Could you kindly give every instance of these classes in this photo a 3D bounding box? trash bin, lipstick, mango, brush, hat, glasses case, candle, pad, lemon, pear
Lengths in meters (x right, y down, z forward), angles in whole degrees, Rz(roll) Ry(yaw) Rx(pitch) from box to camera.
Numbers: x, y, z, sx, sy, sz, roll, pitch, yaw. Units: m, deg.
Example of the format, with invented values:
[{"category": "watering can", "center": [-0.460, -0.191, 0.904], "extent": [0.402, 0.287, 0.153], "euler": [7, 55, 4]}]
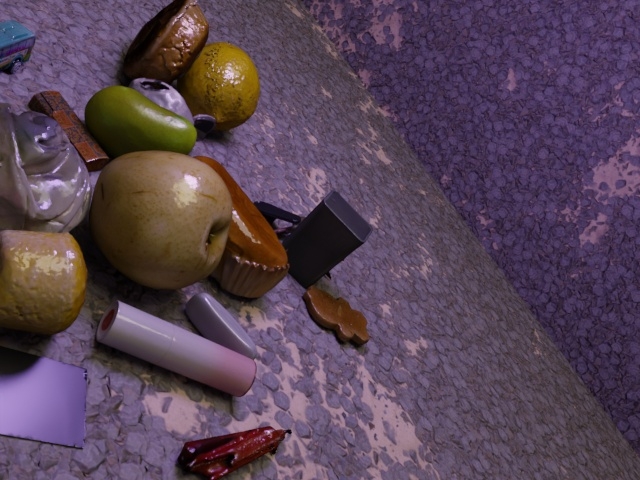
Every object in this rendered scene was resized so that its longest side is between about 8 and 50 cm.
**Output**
[{"category": "trash bin", "center": [0.000, 0.000, 1.880], "extent": [0.164, 0.240, 0.122], "euler": [46, 27, -4]}, {"category": "lipstick", "center": [-0.284, 0.224, 1.341], "extent": [0.327, 0.087, 0.087], "euler": [30, 31, -29]}, {"category": "mango", "center": [-0.452, -0.269, 1.641], "extent": [0.273, 0.185, 0.149], "euler": [29, 37, -9]}, {"category": "brush", "center": [-0.074, -0.038, 2.010], "extent": [0.301, 0.084, 0.071], "euler": [-11, 86, -49]}, {"category": "hat", "center": [-0.430, -0.332, 1.829], "extent": [0.232, 0.161, 0.275], "euler": [33, 0, 13]}, {"category": "glasses case", "center": [-0.221, 0.200, 1.476], "extent": [0.197, 0.076, 0.049], "euler": [47, 29, 1]}, {"category": "candle", "center": [-0.157, 0.408, 1.310], "extent": [0.302, 0.059, 0.084], "euler": [0, 61, -55]}, {"category": "pad", "center": [-0.499, 0.250, 1.091], "extent": [0.243, 0.004, 0.163], "euler": [26, 33, -36]}, {"category": "lemon", "center": [-0.317, -0.484, 2.065], "extent": [0.258, 0.258, 0.310], "euler": [29, 36, -31]}, {"category": "pear", "center": [-0.341, -0.049, 1.412], "extent": [0.309, 0.309, 0.309], "euler": [34, 30, -23]}, {"category": "glasses case", "center": [-0.599, -0.261, 1.584], "extent": [0.218, 0.049, 0.075], "euler": [51, 27, 9]}]

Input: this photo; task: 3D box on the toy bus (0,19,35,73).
[{"category": "toy bus", "center": [-0.762, -0.437, 1.533], "extent": [0.091, 0.109, 0.261], "euler": [35, 28, -10]}]

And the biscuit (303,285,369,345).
[{"category": "biscuit", "center": [0.043, 0.214, 1.880], "extent": [0.225, 0.036, 0.166], "euler": [30, 31, -25]}]

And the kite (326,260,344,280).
[{"category": "kite", "center": [0.003, 0.036, 1.981], "extent": [0.010, 0.159, 0.190], "euler": [-43, 134, -46]}]

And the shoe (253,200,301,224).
[{"category": "shoe", "center": [-0.134, -0.068, 1.977], "extent": [0.159, 0.053, 0.062], "euler": [18, 33, 13]}]

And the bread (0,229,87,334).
[{"category": "bread", "center": [-0.495, 0.072, 1.154], "extent": [0.171, 0.197, 0.197], "euler": [11, 43, -33]}]

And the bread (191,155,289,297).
[{"category": "bread", "center": [-0.233, -0.038, 1.662], "extent": [0.388, 0.183, 0.236], "euler": [47, 25, 0]}]

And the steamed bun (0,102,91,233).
[{"category": "steamed bun", "center": [-0.571, -0.144, 1.299], "extent": [0.280, 0.207, 0.268], "euler": [38, 28, -19]}]

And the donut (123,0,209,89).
[{"category": "donut", "center": [-0.444, -0.568, 1.942], "extent": [0.160, 0.330, 0.330], "euler": [46, 25, -28]}]
